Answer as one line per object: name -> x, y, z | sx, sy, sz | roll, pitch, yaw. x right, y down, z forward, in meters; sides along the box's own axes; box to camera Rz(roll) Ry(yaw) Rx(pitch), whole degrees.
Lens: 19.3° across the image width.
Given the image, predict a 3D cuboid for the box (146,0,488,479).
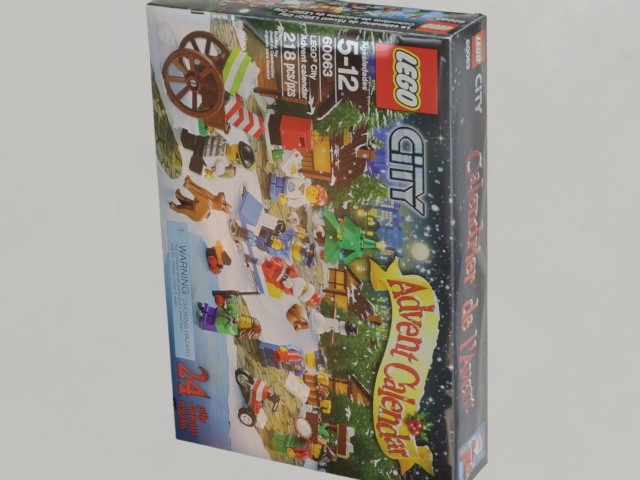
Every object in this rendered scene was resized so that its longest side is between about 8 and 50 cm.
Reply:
box -> 0.000, 0.000, 0.908 | 0.159, 0.233, 0.044 | 9, 25, 27
